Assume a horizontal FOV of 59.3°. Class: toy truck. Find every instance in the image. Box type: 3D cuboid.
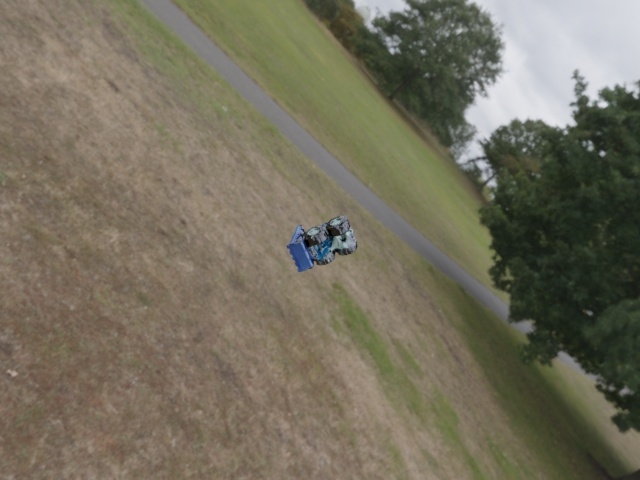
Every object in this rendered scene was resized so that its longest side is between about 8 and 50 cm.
[{"bbox_3d":[0.000,0.000,1.760,0.126,0.208,0.113,-117,-176,-59],"label":"toy truck"}]
